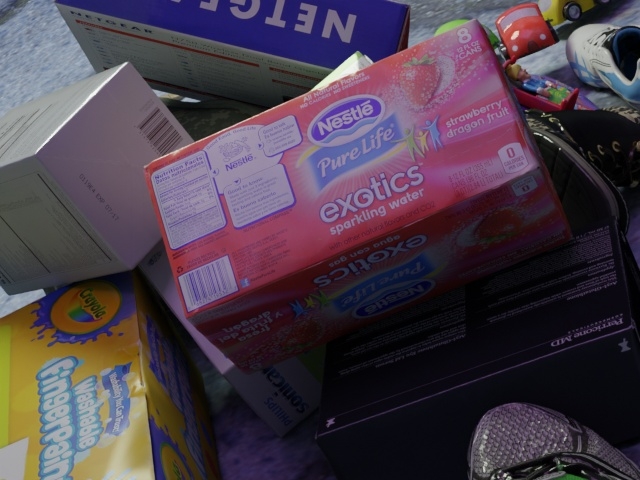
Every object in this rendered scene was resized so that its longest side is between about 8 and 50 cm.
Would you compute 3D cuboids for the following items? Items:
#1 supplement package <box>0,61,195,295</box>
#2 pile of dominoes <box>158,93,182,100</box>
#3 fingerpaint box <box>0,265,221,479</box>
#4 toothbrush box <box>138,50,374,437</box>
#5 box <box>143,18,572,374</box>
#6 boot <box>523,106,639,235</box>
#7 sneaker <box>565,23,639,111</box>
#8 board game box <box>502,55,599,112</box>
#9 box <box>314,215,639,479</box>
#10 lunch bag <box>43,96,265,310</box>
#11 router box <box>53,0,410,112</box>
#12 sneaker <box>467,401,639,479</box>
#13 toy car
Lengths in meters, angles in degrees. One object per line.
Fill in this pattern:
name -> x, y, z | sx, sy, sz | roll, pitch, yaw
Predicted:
supplement package -> -0.234, -0.052, 1.740 | 0.244, 0.139, 0.134 | -11, 33, 54
pile of dominoes -> -0.111, -0.202, 2.407 | 0.196, 0.040, 0.251 | -32, 26, -9
fingerpaint box -> -0.273, 0.241, 1.584 | 0.371, 0.163, 0.445 | -27, 25, 3
toothbrush box -> 0.000, 0.000, 1.699 | 0.283, 0.122, 0.206 | -40, 46, -3
box -> 0.029, -0.031, 1.527 | 0.300, 0.142, 0.154 | -24, 62, 8
boot -> 0.247, -0.065, 1.680 | 0.178, 0.085, 0.236 | -3, 25, -28
sneaker -> 0.309, -0.190, 1.917 | 0.085, 0.086, 0.237 | -32, 24, -5
board game box -> 0.209, -0.152, 1.891 | 0.168, 0.033, 0.133 | 2, 30, -24
box -> 0.137, 0.103, 1.514 | 0.261, 0.103, 0.184 | -20, 22, 15
lunch bag -> -0.166, -0.031, 1.990 | 0.235, 0.169, 0.287 | -38, 22, -23
router box -> -0.079, -0.201, 1.929 | 0.335, 0.082, 0.301 | 14, -8, 3
sneaker -> 0.175, 0.189, 1.263 | 0.134, 0.146, 0.343 | -29, 24, -2
toy car -> 0.197, -0.236, 2.111 | 0.225, 0.053, 0.239 | -16, 13, 37
